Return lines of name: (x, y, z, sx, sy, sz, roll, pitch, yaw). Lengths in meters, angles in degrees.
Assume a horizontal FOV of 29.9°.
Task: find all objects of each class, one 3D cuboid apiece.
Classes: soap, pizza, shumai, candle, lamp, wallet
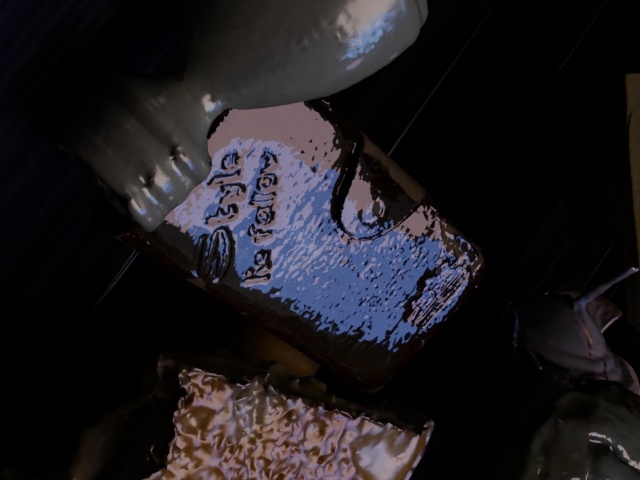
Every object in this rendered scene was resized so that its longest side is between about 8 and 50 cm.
soap: (0.311, -0.034, 1.158, 0.092, 0.037, 0.252, -10, 97, -84)
pizza: (-0.090, 0.162, 0.668, 0.323, 0.089, 0.223, -41, 129, -11)
shumai: (0.263, 0.283, 0.956, 0.309, 0.263, 0.304, -46, 151, -32)
candle: (0.210, 0.144, 1.186, 0.187, 0.187, 0.330, -13, 129, -59)
lamp: (-0.032, -0.092, 0.532, 0.193, 0.106, 0.106, -44, 155, -6)
wallet: (0.000, 0.000, 0.657, 0.122, 0.031, 0.232, -50, 131, 3)

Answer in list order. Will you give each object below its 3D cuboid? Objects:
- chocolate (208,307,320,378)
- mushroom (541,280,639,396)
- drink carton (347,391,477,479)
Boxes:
chocolate: (-0.033, 0.063, 0.748, 0.219, 0.085, 0.085, -58, 157, 11)
mushroom: (0.309, 0.188, 1.453, 0.236, 0.173, 0.162, -59, 159, 1)
drink carton: (0.028, 0.230, 0.942, 0.189, 0.185, 0.191, -34, 145, -49)
